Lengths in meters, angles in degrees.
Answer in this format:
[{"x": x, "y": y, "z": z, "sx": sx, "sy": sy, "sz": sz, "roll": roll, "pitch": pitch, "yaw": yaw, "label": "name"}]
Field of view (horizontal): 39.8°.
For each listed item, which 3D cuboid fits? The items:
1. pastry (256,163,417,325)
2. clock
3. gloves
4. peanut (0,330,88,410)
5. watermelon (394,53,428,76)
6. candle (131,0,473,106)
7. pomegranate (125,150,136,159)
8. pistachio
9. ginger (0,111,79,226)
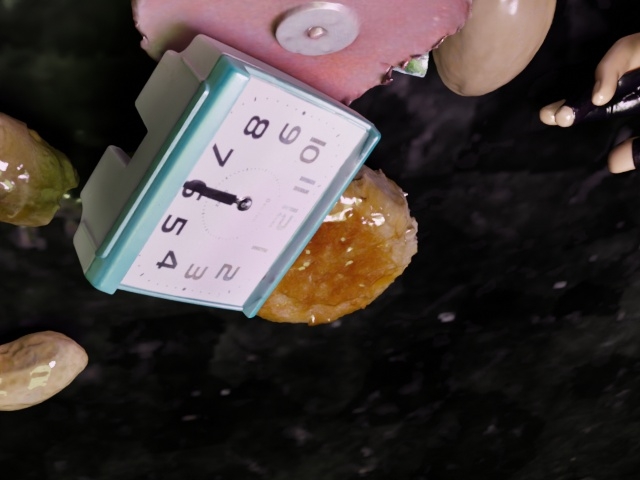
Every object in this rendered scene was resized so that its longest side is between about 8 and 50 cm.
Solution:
[{"x": -0.005, "y": -0.002, "z": 1.152, "sx": 0.256, "sy": 0.121, "sz": 0.236, "roll": -1, "pitch": 129, "yaw": -16, "label": "pastry"}, {"x": -0.101, "y": -0.062, "z": 0.913, "sx": 0.231, "sy": 0.116, "sz": 0.262, "roll": 16, "pitch": 117, "yaw": -47, "label": "clock"}, {"x": 0.429, "y": -0.184, "z": 1.105, "sx": 0.300, "sy": 0.152, "sz": 0.197, "roll": -12, "pitch": 115, "yaw": 1, "label": "gloves"}, {"x": -0.446, "y": 0.181, "z": 1.184, "sx": 0.263, "sy": 0.101, "sz": 0.117, "roll": -4, "pitch": 154, "yaw": -16, "label": "peanut"}, {"x": 0.092, "y": -0.226, "z": 1.027, "sx": 0.085, "sy": 0.085, "sz": 0.061, "roll": -41, "pitch": 162, "yaw": 21, "label": "watermelon"}, {"x": -0.012, "y": -0.240, "z": 0.882, "sx": 0.316, "sy": 0.132, "sz": 0.287, "roll": -3, "pitch": 156, "yaw": 8, "label": "candle"}, {"x": -0.190, "y": -0.044, "z": 1.016, "sx": 0.163, "sy": 0.138, "sz": 0.126, "roll": -10, "pitch": 108, "yaw": 35, "label": "pomegranate"}, {"x": 0.188, "y": -0.254, "z": 0.976, "sx": 0.135, "sy": 0.136, "sz": 0.226, "roll": -9, "pitch": 143, "yaw": -11, "label": "pistachio"}, {"x": -0.378, "y": -0.098, "z": 0.930, "sx": 0.116, "sy": 0.109, "sz": 0.263, "roll": -13, "pitch": 143, "yaw": 33, "label": "ginger"}]
